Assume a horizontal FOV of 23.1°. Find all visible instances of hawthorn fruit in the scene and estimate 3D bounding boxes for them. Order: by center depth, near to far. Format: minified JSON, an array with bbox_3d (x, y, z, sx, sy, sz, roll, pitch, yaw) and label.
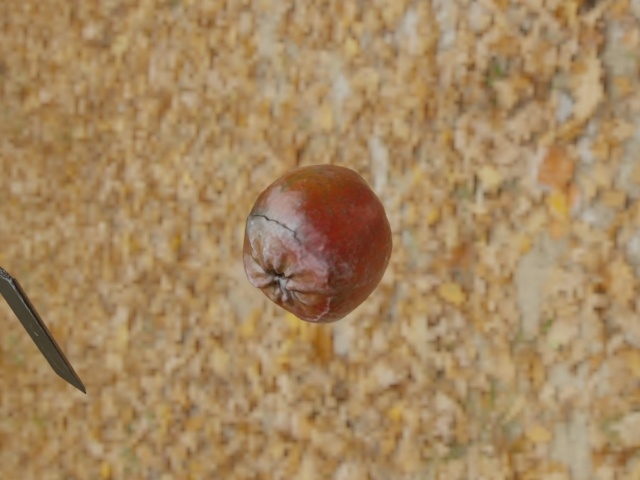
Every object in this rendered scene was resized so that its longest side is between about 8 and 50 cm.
[{"bbox_3d":[0.000,0.000,1.724,0.173,0.173,0.172,-179,90,-67],"label":"hawthorn fruit"}]

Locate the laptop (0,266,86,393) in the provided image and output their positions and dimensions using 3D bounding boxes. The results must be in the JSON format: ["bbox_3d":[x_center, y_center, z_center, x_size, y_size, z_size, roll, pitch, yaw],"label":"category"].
[{"bbox_3d":[-0.382,0.115,2.102,0.135,0.016,0.197,21,145,60],"label":"laptop"}]
